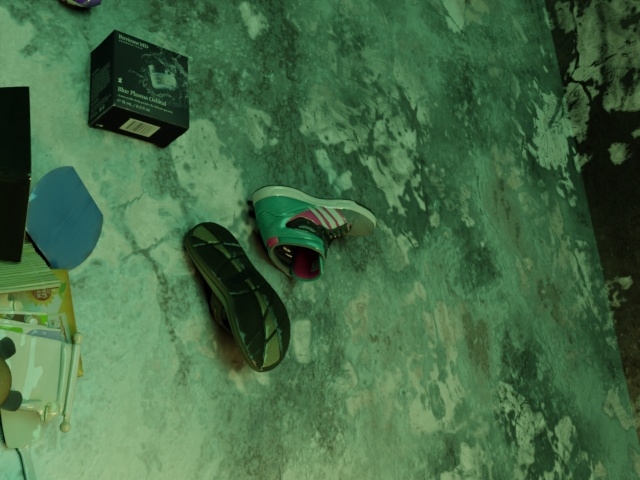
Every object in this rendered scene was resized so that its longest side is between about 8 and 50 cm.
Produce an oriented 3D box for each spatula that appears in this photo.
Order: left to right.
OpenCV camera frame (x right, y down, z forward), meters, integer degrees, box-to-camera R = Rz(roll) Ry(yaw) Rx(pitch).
[{"bbox_3d":[-0.457,0.340,1.069,0.168,0.019,0.242,-8,78,-46],"label":"spatula"}]

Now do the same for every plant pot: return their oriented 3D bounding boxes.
[{"bbox_3d":[-0.501,-0.099,1.081,0.167,0.187,0.188,3,49,-24],"label":"plant pot"}]

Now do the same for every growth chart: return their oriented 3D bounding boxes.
[{"bbox_3d":[-0.444,0.162,1.085,0.237,0.021,0.171,25,59,-35],"label":"growth chart"}]

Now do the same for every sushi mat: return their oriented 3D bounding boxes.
[{"bbox_3d":[-0.533,0.040,1.055,0.317,0.019,0.151,-5,35,-45],"label":"sushi mat"}]

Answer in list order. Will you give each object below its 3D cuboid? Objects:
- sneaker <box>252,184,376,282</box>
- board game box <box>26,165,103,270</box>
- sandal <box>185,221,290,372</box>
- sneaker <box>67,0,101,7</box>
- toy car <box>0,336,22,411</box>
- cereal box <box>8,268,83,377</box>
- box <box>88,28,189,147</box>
[{"bbox_3d":[0.000,0.000,1.576,0.296,0.124,0.178,10,61,-33],"label":"sneaker"},{"bbox_3d":[-0.419,-0.034,1.228,0.133,0.033,0.168,-62,147,-35],"label":"board game box"},{"bbox_3d":[-0.155,0.104,1.422,0.120,0.086,0.302,-18,71,-41],"label":"sandal"},{"bbox_3d":[-0.454,-0.568,1.368,0.102,0.146,0.293,-24,90,-47],"label":"sneaker"},{"bbox_3d":[-0.462,0.184,0.987,0.188,0.149,0.155,-6,91,-67],"label":"toy car"},{"bbox_3d":[-0.476,0.132,1.117,0.240,0.047,0.173,-1,74,-43],"label":"cereal box"},{"bbox_3d":[-0.329,-0.274,1.403,0.156,0.093,0.158,13,63,-40],"label":"box"}]
